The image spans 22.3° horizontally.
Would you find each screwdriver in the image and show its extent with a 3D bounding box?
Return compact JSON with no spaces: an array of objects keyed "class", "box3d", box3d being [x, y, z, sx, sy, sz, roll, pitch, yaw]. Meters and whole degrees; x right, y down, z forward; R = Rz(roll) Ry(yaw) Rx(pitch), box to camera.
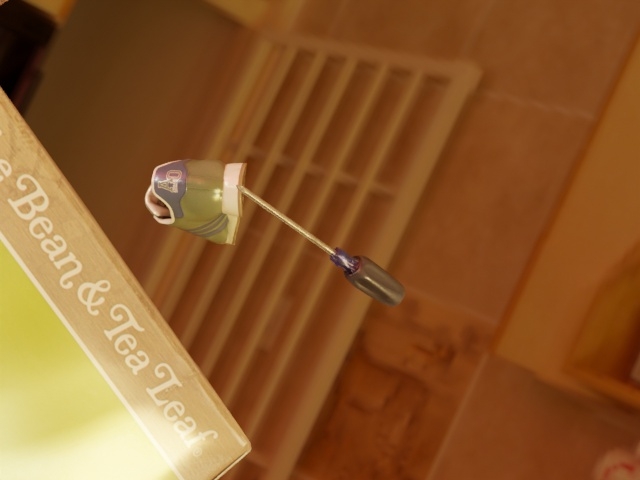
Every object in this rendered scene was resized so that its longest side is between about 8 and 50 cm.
[{"class":"screwdriver","box3d":[0.000,0.000,1.138,0.170,0.024,0.025,38,32,-32]}]

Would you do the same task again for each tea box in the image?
[{"class":"tea box","box3d":[-0.271,0.052,0.807,0.329,0.323,0.220,59,-12,-28]}]

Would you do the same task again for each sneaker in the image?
[{"class":"sneaker","box3d":[-0.113,-0.039,1.446,0.086,0.064,0.192,5,-9,-5]}]

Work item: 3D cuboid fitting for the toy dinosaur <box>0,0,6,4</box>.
[{"class":"toy dinosaur","box3d":[-0.300,-0.179,0.983,0.296,0.127,0.200,22,22,-2]}]
